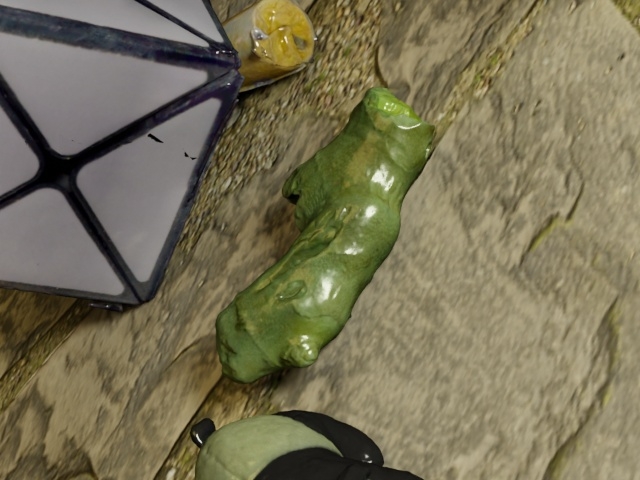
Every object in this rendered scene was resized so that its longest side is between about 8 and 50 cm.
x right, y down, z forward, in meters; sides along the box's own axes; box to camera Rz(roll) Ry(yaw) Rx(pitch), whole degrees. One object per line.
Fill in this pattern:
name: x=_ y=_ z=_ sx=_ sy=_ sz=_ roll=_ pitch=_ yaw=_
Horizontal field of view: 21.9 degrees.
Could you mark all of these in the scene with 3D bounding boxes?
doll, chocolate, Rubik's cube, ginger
doll: x=-0.005 y=0.211 z=1.228 sx=0.234 sy=0.135 sz=0.143 roll=32 pitch=90 yaw=50
chocolate: x=-0.097 y=-0.184 z=1.691 sx=0.219 sy=0.086 sz=0.085 roll=-16 pitch=51 yaw=51
Rubik's cube: x=-0.283 y=-0.143 z=1.621 sx=0.305 sy=0.310 sz=0.307 roll=-66 pitch=30 yaw=28
ginger: x=0.004 y=-0.003 z=1.428 sx=0.137 sy=0.089 sz=0.289 roll=16 pitch=79 yaw=34
